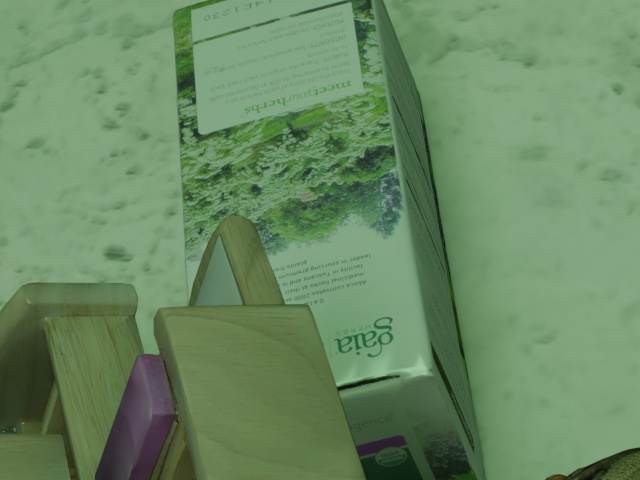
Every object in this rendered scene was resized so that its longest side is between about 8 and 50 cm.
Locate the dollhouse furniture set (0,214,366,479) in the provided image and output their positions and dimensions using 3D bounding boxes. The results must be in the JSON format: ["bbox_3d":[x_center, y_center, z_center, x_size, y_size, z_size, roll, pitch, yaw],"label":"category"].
[{"bbox_3d":[-0.189,0.097,0.641,0.303,0.286,0.198,1,44,-23],"label":"dollhouse furniture set"}]

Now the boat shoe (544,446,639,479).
[{"bbox_3d":[0.104,0.118,0.679,0.342,0.123,0.123,-13,49,8],"label":"boat shoe"}]

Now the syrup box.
[{"bbox_3d":[0.000,0.000,0.830,0.093,0.096,0.237,-15,49,9],"label":"syrup box"}]
